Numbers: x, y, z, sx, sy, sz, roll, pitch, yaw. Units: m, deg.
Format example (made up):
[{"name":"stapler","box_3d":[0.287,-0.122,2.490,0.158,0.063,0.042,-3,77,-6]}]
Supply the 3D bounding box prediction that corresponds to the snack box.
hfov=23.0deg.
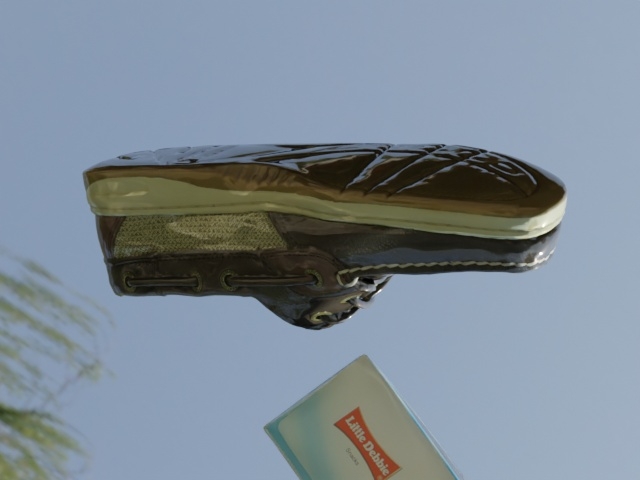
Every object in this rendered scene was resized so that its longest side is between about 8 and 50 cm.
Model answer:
[{"name":"snack box","box_3d":[0.059,0.151,0.798,0.060,0.322,0.187,-36,-96,-1]}]

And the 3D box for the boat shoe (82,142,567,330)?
[{"name":"boat shoe","box_3d":[-0.001,0.000,0.657,0.224,0.080,0.073,4,-71,30]}]
